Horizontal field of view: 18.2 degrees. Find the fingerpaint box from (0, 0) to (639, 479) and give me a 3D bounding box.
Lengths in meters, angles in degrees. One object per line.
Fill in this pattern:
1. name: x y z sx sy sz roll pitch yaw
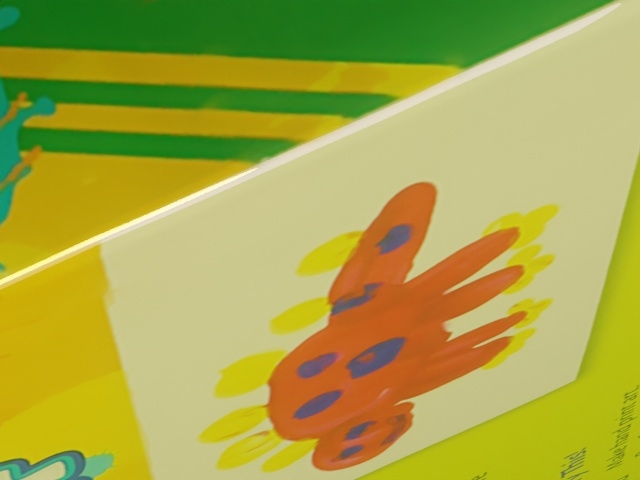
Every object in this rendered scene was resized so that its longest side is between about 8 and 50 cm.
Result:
1. fingerpaint box: 0.000 0.000 0.593 0.371 0.163 0.445 -25 157 -6
